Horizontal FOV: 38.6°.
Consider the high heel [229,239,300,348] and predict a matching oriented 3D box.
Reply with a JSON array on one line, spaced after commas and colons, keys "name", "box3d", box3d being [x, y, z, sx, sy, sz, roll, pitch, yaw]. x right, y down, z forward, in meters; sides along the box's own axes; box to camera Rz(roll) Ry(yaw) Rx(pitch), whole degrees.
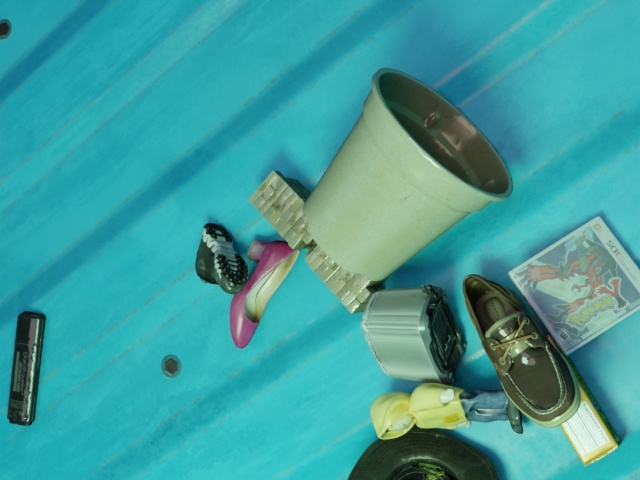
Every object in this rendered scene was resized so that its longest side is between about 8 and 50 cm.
[{"name": "high heel", "box3d": [-0.117, 0.118, 1.951, 0.117, 0.082, 0.244, 9, 78, 36]}]

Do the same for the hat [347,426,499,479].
[{"name": "hat", "box3d": [0.190, 0.531, 1.730, 0.331, 0.134, 0.331, -4, 52, 6]}]

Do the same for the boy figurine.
[{"name": "boy figurine", "box3d": [0.232, 0.318, 1.717, 0.285, 0.177, 0.092, -6, 60, 10]}]

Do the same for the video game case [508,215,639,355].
[{"name": "video game case", "box3d": [0.477, 0.081, 1.664, 0.201, 0.023, 0.183, -32, 73, -1]}]

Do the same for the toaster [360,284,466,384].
[{"name": "toaster", "box3d": [0.174, 0.175, 1.746, 0.146, 0.227, 0.129, -3, 43, 30]}]

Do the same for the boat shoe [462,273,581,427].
[{"name": "boat shoe", "box3d": [0.339, 0.181, 1.620, 0.123, 0.123, 0.342, -38, 38, 15]}]

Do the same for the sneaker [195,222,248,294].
[{"name": "sneaker", "box3d": [-0.218, 0.063, 1.971, 0.106, 0.078, 0.234, -63, 32, 22]}]

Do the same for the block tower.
[{"name": "block tower", "box3d": [0.000, 0.000, 1.896, 0.335, 0.097, 0.091, 47, 106, 18]}]

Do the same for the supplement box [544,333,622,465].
[{"name": "supplement box", "box3d": [0.455, 0.288, 1.672, 0.080, 0.078, 0.234, -32, 75, 18]}]

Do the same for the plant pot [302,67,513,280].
[{"name": "plant pot", "box3d": [0.137, -0.101, 1.734, 0.305, 0.333, 0.334, -47, 69, 27]}]

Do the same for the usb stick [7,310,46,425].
[{"name": "usb stick", "box3d": [-0.724, 0.314, 2.248, 0.077, 0.045, 0.278, 6, 89, 19]}]
